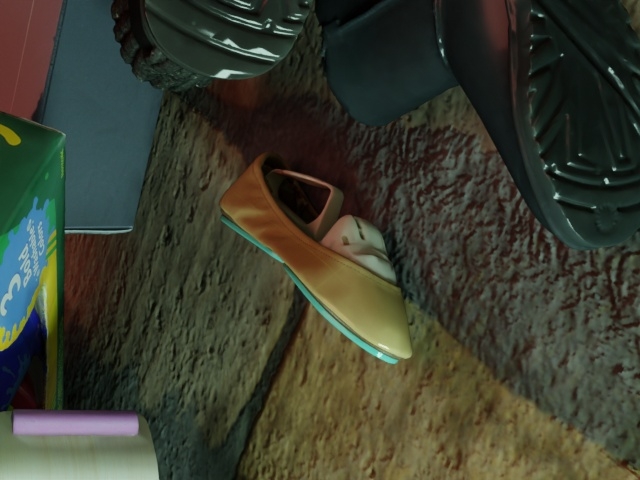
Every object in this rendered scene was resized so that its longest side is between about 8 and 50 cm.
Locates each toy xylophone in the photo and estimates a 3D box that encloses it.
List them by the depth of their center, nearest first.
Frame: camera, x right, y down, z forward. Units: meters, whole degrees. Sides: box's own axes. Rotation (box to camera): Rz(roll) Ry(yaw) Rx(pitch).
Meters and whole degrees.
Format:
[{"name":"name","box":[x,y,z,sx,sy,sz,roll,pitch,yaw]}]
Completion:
[{"name":"toy xylophone","box":[-0.171,0.290,0.855,0.081,0.236,0.323,-146,71,-66]}]

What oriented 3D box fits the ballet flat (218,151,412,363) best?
[{"name":"ballet flat","box":[0.000,0.000,0.801,0.073,0.080,0.232,-57,44,6]}]

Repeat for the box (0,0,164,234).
[{"name":"box","box":[-0.309,-0.207,1.044,0.312,0.179,0.343,18,99,24]}]

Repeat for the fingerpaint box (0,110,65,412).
[{"name":"fingerpaint box","box":[-0.337,0.163,0.870,0.445,0.163,0.371,107,-178,-51]}]

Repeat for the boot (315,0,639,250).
[{"name":"boot","box":[0.090,-0.101,0.695,0.207,0.094,0.246,-21,82,60]}]

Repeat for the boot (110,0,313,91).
[{"name":"boot","box":[-0.039,-0.262,0.773,0.348,0.131,0.260,-60,14,1]}]
